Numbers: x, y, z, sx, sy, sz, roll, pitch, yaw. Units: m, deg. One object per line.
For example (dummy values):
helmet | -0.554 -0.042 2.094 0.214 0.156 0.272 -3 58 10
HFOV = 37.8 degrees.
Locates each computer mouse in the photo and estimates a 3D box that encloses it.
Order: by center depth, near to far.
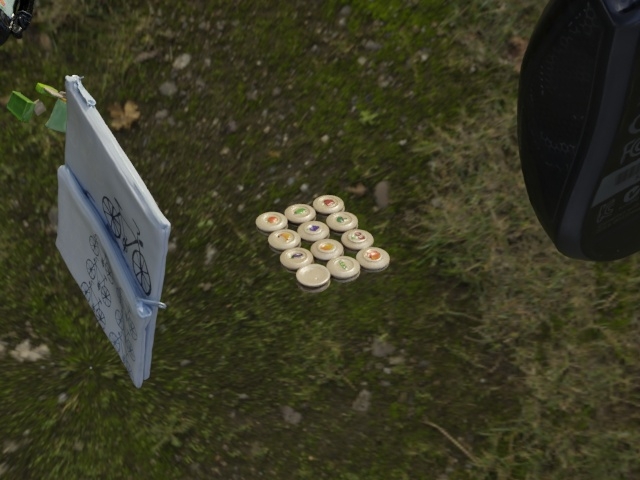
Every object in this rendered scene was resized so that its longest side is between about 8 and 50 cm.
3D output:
computer mouse | 0.146 -0.097 0.392 0.188 0.272 0.072 -25 56 -18

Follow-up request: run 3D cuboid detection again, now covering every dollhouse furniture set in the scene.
dollhouse furniture set | -0.466 -0.224 1.636 0.151 0.058 0.076 11 109 -52

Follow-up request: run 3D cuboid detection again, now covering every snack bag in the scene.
snack bag | -0.304 -0.008 1.320 0.037 0.343 0.323 -16 55 -30

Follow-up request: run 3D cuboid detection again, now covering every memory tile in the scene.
memory tile | 0.000 0.000 1.045 0.113 0.148 0.012 -17 131 -20

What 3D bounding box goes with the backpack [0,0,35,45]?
backpack | -0.459 -0.331 1.239 0.152 0.115 0.182 -17 53 24
